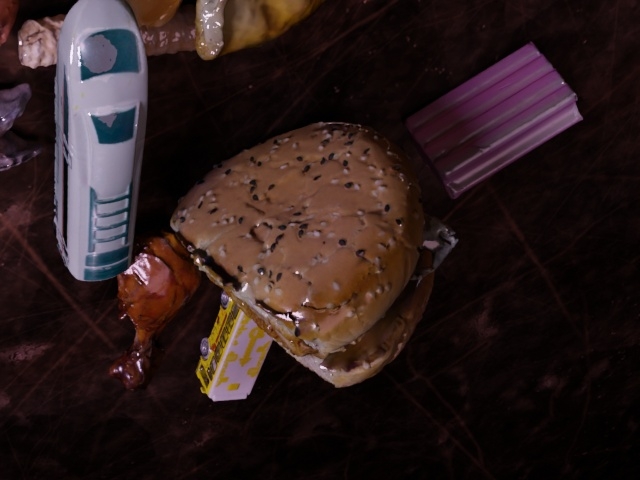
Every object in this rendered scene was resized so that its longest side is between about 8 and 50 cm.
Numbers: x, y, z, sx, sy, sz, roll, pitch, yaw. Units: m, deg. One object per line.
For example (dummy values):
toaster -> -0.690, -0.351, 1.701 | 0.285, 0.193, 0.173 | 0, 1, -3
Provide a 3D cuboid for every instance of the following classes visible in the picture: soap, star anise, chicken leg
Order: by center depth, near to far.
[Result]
star anise -> -0.380, -0.109, 1.188 | 0.172, 0.063, 0.208 | -16, 138, -21
soap -> 0.222, -0.156, 1.449 | 0.203, 0.122, 0.065 | -31, 141, 4
chicken leg -> -0.223, 0.102, 1.488 | 0.113, 0.093, 0.304 | -20, 145, -31

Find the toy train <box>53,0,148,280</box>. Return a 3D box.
toy train -> -0.236, -0.093, 1.200 | 0.086, 0.088, 0.407 | -11, 150, -19

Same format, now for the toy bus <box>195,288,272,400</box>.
toy bus -> -0.107, 0.125, 1.582 | 0.081, 0.074, 0.226 | 1, 130, -32

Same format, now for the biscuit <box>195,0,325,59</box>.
biscuit -> -0.054, -0.335, 1.090 | 0.329, 0.078, 0.335 | 21, 102, -52

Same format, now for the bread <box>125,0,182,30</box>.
bread -> -0.202, -0.280, 1.094 | 0.119, 0.084, 0.177 | -54, 137, 1

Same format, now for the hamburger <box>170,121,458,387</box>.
hamburger -> 0.000, 0.000, 1.348 | 0.277, 0.318, 0.195 | -44, 141, -15

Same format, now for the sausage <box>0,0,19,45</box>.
sausage -> -0.412, -0.154, 1.058 | 0.304, 0.078, 0.078 | -38, 145, -27

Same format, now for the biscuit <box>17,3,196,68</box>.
biscuit -> -0.208, -0.217, 1.179 | 0.219, 0.061, 0.055 | -11, 116, -21
